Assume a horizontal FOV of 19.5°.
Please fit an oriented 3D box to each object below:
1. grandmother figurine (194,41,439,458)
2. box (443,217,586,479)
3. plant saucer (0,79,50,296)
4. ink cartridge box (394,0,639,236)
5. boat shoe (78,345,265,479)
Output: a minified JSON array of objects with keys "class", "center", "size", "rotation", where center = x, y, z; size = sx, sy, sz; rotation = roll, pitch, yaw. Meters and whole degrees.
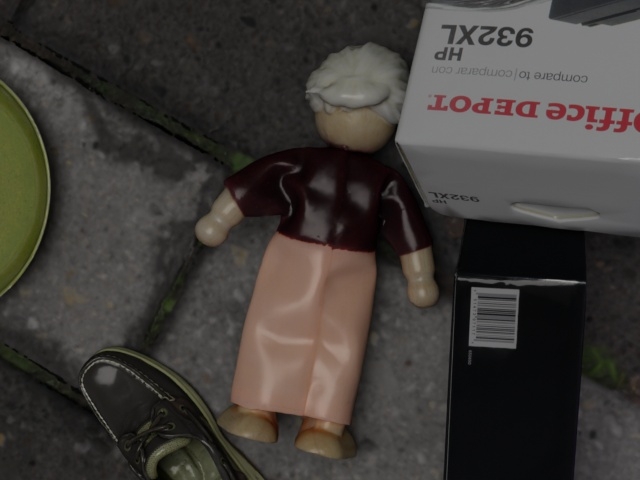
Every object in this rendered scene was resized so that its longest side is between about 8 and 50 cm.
[{"class":"grandmother figurine","center":[0.000,0.000,1.553],"size":[0.208,0.104,0.342],"rotation":[14,91,-15]},{"class":"box","center":[0.149,0.123,1.437],"size":[0.103,0.184,0.261],"rotation":[3,108,4]},{"class":"plant saucer","center":[-0.348,-0.046,1.656],"size":[0.241,0.037,0.241],"rotation":[0,91,12]},{"class":"ink cartridge box","center":[0.203,-0.173,1.414],"size":[0.223,0.129,0.307],"rotation":[6,68,20]},{"class":"boat shoe","center":[-0.125,0.177,1.589],"size":[0.223,0.073,0.080],"rotation":[45,100,8]}]
